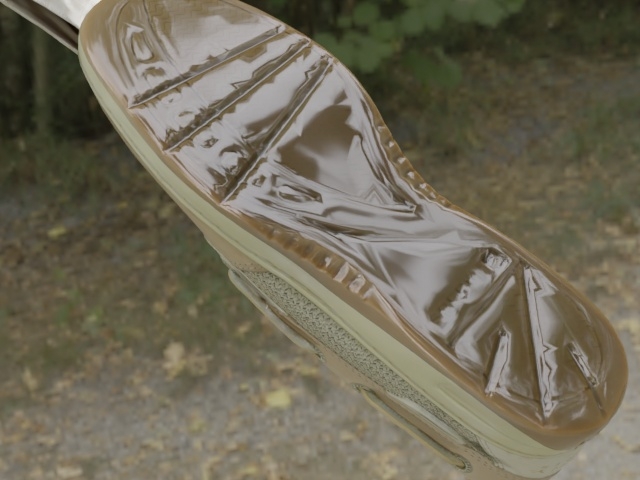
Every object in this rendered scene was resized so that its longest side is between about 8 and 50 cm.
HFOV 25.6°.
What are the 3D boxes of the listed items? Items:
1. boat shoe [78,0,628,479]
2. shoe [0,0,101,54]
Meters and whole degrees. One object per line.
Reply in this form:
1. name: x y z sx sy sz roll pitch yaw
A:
1. boat shoe: 0.000 0.000 0.653 0.302 0.098 0.109 40 55 12
2. shoe: -0.129 -0.123 0.907 0.058 0.219 0.076 -49 -1 -21
